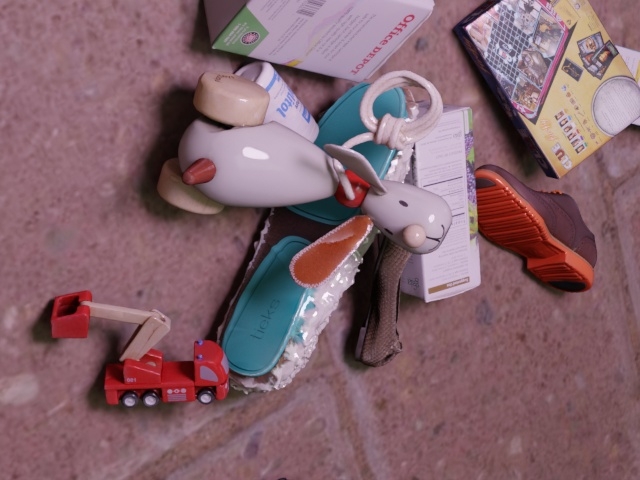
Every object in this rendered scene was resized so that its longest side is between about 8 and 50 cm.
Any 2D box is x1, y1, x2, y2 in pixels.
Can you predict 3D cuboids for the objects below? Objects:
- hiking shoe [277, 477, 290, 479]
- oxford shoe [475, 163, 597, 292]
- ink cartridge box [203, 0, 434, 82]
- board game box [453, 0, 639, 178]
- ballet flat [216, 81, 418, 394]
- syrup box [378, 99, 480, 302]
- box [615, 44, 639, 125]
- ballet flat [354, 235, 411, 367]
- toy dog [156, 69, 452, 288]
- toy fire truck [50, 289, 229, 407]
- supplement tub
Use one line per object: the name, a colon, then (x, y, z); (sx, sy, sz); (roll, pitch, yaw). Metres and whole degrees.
hiking shoe: (-0.013, 0.404, 1.704); (0.114, 0.086, 0.227); (-45, 116, -2)
oxford shoe: (0.289, -0.035, 1.802); (0.271, 0.097, 0.098); (42, 57, -38)
ink cartridge box: (-0.003, -0.271, 1.490); (0.212, 0.154, 0.093); (10, 55, -34)
board game box: (0.306, -0.226, 1.732); (0.165, 0.042, 0.243); (-37, 106, -8)
ballet flat: (0.000, 0.000, 1.599); (0.147, 0.147, 0.409); (32, 86, -35)
syrup box: (0.134, -0.051, 1.678); (0.096, 0.093, 0.237); (-16, 109, -31)
box: (0.433, -0.215, 1.861); (0.244, 0.060, 0.101); (8, 96, -35)
ballet flat: (0.093, 0.057, 1.644); (0.084, 0.058, 0.250); (-59, 164, -59)
toy dog: (-0.026, -0.062, 1.433); (0.333, 0.161, 0.220); (2, 115, 8)
toy fire truck: (-0.200, 0.121, 1.483); (0.192, 0.047, 0.135); (-2, 123, -3)
supplement tub: (-0.059, -0.150, 1.540); (0.071, 0.071, 0.107); (-51, 123, -14)
